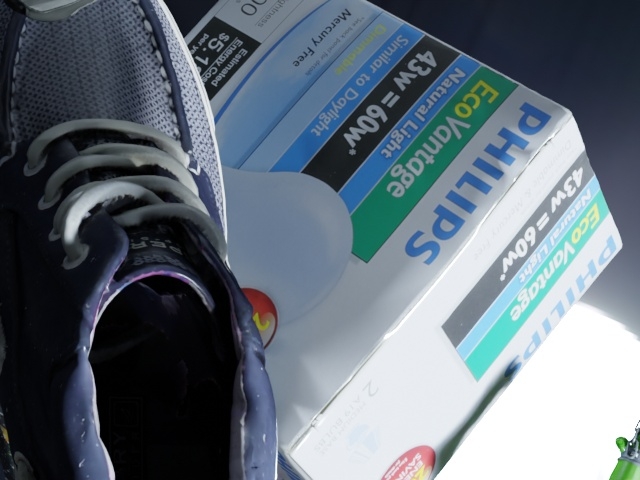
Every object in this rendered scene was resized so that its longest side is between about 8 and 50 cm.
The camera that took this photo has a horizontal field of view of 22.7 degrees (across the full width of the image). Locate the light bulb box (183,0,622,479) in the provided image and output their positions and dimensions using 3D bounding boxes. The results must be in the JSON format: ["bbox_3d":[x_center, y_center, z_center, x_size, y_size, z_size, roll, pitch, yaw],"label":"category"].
[{"bbox_3d":[0.000,0.000,1.376,0.361,0.358,0.225,33,167,34],"label":"light bulb box"}]

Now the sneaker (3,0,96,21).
[{"bbox_3d":[-0.133,-0.189,0.638,0.078,0.234,0.106,-11,163,-44],"label":"sneaker"}]

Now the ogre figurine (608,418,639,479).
[{"bbox_3d":[0.235,0.241,1.306,0.097,0.118,0.197,40,139,-1],"label":"ogre figurine"}]

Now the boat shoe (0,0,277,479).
[{"bbox_3d":[-0.081,-0.004,0.683,0.127,0.341,0.158,-4,161,-20],"label":"boat shoe"}]

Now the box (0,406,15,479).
[{"bbox_3d":[-0.120,0.196,1.018,0.159,0.044,0.233,21,139,24],"label":"box"}]
